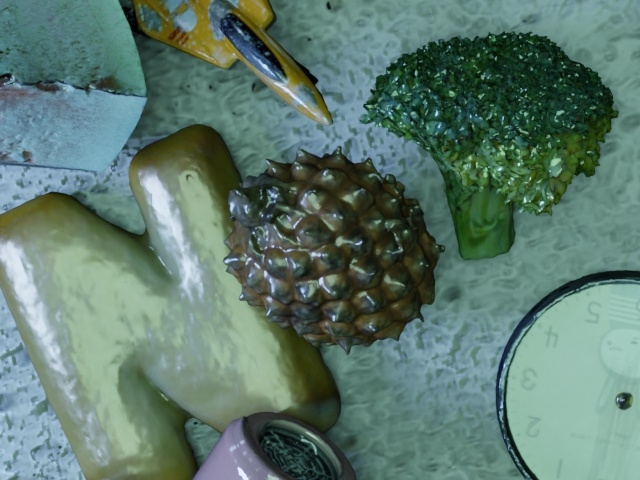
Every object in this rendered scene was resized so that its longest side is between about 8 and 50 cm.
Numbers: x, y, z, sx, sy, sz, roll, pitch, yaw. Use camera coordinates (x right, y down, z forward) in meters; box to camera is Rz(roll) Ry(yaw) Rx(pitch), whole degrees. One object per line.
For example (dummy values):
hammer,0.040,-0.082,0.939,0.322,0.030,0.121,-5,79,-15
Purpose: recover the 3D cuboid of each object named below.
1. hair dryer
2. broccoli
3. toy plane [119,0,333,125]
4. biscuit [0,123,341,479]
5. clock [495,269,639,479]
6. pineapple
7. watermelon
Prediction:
hair dryer,0.031,0.305,1.526,0.352,0.125,0.210,29,112,-8
broccoli,0.138,-0.073,1.501,0.220,0.194,0.194,-11,91,-15
toy plane,-0.082,-0.193,1.516,0.204,0.103,0.316,-47,70,8
biscuit,-0.136,0.070,1.571,0.237,0.062,0.290,-23,88,8
clock,0.251,0.132,1.527,0.215,0.042,0.215,0,93,8
pineapple,0.000,0.000,1.468,0.193,0.166,0.166,28,98,-38
watermelon,-0.320,-0.153,1.511,0.289,0.214,0.320,-32,96,31
